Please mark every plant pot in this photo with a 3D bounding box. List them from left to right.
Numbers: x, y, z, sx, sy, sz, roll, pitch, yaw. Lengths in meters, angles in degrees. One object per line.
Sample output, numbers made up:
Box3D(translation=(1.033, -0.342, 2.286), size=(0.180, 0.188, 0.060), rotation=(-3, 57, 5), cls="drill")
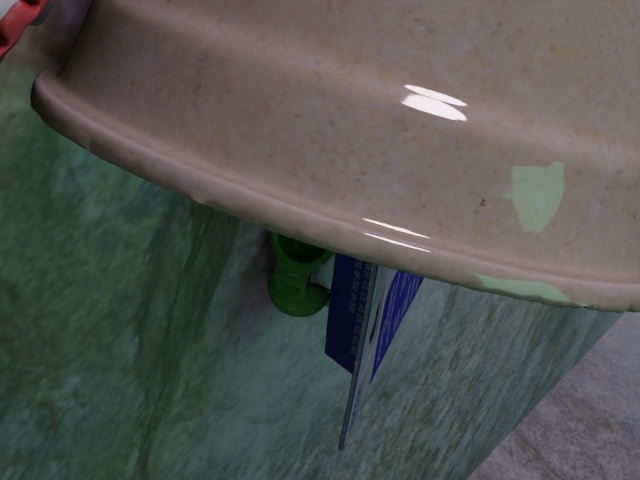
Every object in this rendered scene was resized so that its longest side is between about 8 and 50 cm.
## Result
Box3D(translation=(0.061, -0.170, 0.546), size=(0.334, 0.333, 0.305), rotation=(-5, 116, -62), cls="plant pot")

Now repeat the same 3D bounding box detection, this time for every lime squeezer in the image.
Box3D(translation=(0.000, 0.000, 0.954), size=(0.110, 0.059, 0.310), rotation=(-41, 154, -29), cls="lime squeezer")

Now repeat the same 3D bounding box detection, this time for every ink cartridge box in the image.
Box3D(translation=(0.063, -0.028, 0.926), size=(0.307, 0.072, 0.304), rotation=(-58, 165, -35), cls="ink cartridge box")

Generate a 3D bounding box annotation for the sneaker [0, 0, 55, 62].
Box3D(translation=(-0.184, -0.088, 0.399), size=(0.276, 0.097, 0.135), rotation=(-52, 160, -2), cls="sneaker")
